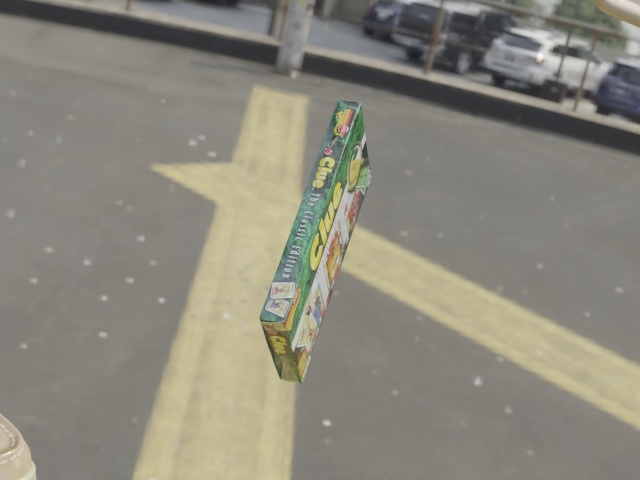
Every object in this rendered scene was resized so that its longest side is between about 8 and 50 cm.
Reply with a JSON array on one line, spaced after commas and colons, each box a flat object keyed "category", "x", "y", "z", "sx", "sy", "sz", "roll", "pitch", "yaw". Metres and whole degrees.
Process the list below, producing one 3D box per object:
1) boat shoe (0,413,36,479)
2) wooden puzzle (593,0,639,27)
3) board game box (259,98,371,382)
[{"category": "boat shoe", "x": -0.309, "y": 0.078, "z": 0.739, "sx": 0.302, "sy": 0.098, "sz": 0.109, "roll": 24, "pitch": 18, "yaw": 21}, {"category": "wooden puzzle", "x": 0.326, "y": -0.219, "z": 0.925, "sx": 0.239, "sy": 0.044, "sz": 0.221, "roll": 24, "pitch": 57, "yaw": -9}, {"category": "board game box", "x": 0.000, "y": 0.000, "z": 1.157, "sx": 0.030, "sy": 0.136, "sz": 0.259, "roll": 10, "pitch": 61, "yaw": 16}]
